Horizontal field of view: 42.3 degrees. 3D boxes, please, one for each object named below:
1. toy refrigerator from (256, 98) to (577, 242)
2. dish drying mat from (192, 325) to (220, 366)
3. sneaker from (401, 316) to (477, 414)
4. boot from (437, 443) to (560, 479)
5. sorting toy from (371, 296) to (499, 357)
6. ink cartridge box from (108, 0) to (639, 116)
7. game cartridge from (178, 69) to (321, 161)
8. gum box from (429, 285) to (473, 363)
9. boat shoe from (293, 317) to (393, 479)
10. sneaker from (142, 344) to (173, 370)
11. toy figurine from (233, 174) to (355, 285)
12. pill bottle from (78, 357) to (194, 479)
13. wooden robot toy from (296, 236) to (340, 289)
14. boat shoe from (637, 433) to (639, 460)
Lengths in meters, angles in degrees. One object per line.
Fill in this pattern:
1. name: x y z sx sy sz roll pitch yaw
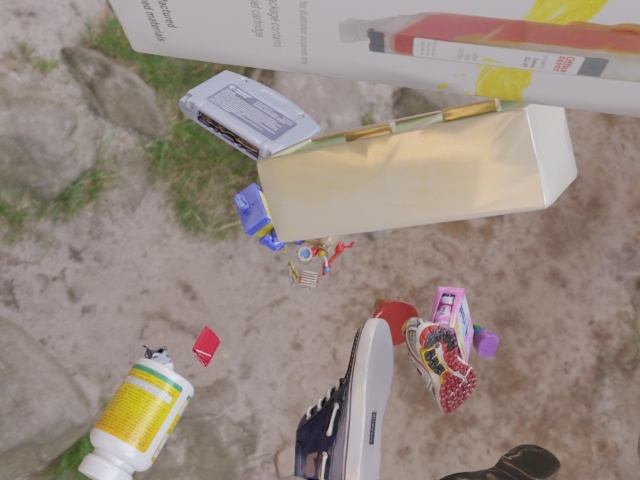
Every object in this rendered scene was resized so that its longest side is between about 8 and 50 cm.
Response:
1. toy refrigerator: 0.082 -0.070 0.760 0.102 0.270 0.094 -33 112 -53
2. dish drying mat: -0.153 0.141 1.110 0.032 0.008 0.083 50 14 -8
3. sneaker: 0.210 0.218 1.472 0.088 0.093 0.225 -35 126 -17
4. boot: 0.258 0.423 1.293 0.305 0.112 0.115 -8 119 -37
5. sorting toy: 0.273 0.204 2.063 0.366 0.127 0.126 15 19 -22
6. ink cartridge box: 0.095 -0.233 0.437 0.385 0.160 0.279 7 77 1
7. game cartridge: -0.156 -0.287 1.923 0.294 0.060 0.196 34 51 17
8. gum box: 0.295 0.196 1.863 0.188 0.062 0.107 67 34 -47
9. boat shoe: 0.038 0.314 1.588 0.127 0.158 0.340 34 60 -55
10. sneaker: -0.330 0.232 1.563 0.098 0.038 0.069 -26 109 -37
11. toy figurine: -0.103 -0.090 1.841 0.217 0.191 0.362 23 37 -44
12. pill bottle: -0.314 0.315 1.401 0.118 0.118 0.208 39 64 -21
13. wooden robot toy: 0.000 0.000 1.480 0.076 0.079 0.173 27 77 7
14. boat shoe: 0.561 0.265 1.262 0.116 0.123 0.324 -66 152 -60
